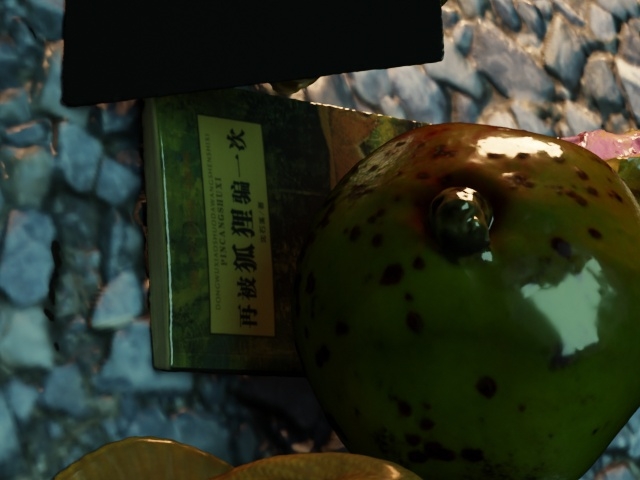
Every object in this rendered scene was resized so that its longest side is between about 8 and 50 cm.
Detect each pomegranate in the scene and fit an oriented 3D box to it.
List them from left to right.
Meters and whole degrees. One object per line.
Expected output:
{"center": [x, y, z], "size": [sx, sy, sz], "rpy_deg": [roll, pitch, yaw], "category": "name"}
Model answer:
{"center": [0.100, 0.043, 0.817], "size": [0.246, 0.198, 0.198], "rpy_deg": [24, 59, -38], "category": "pomegranate"}

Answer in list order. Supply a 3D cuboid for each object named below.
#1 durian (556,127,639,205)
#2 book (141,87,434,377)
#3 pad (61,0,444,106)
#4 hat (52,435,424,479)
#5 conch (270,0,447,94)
{"center": [0.192, 0.002, 0.987], "size": [0.260, 0.154, 0.186], "rpy_deg": [-26, 122, -42], "category": "durian"}
{"center": [0.000, 0.000, 0.886], "size": [0.228, 0.024, 0.160], "rpy_deg": [7, 72, -40], "category": "book"}
{"center": [-0.039, -0.218, 0.843], "size": [0.005, 0.202, 0.300], "rpy_deg": [58, 28, -67], "category": "pad"}
{"center": [0.017, 0.185, 0.686], "size": [0.233, 0.233, 0.244], "rpy_deg": [12, 65, -37], "category": "hat"}
{"center": [-0.004, -0.184, 0.892], "size": [0.187, 0.124, 0.181], "rpy_deg": [22, 72, 10], "category": "conch"}
